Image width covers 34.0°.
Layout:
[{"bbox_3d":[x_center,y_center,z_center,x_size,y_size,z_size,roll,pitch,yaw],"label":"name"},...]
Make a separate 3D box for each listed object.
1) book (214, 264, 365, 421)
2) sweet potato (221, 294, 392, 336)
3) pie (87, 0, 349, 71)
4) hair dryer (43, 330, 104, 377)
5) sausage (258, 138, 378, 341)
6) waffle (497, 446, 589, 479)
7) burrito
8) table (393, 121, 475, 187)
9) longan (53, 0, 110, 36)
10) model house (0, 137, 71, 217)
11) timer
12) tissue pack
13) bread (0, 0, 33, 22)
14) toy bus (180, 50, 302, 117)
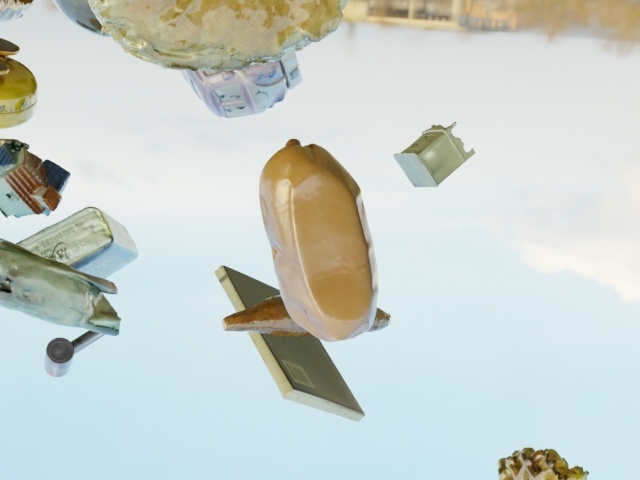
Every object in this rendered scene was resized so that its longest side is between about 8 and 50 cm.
[{"bbox_3d":[-0.049,0.160,1.629,0.191,0.025,0.269,28,-159,-49],"label":"book"},{"bbox_3d":[-0.004,0.105,1.527,0.314,0.072,0.066,0,170,-42],"label":"sweet potato"},{"bbox_3d":[-0.090,-0.326,1.057,0.339,0.339,0.083,-2,-159,-25],"label":"pie"},{"bbox_3d":[-0.315,0.135,1.392,0.114,0.037,0.063,-33,169,-27],"label":"hair dryer"},{"bbox_3d":[-0.001,0.000,1.207,0.120,0.241,0.136,-15,-168,-12],"label":"sausage"},{"bbox_3d":[0.347,0.453,1.684,0.059,0.237,0.243,4,166,-24],"label":"waffle"},{"bbox_3d":[-0.345,0.033,1.106,0.309,0.066,0.096,26,151,-29],"label":"burrito"},{"bbox_3d":[0.167,-0.127,1.537,0.083,0.062,0.079,-40,-165,-14],"label":"table"},{"bbox_3d":[-0.314,-0.393,1.486,0.159,0.204,0.185,-15,-128,-1],"label":"longan"},{"bbox_3d":[-0.490,-0.105,1.789,0.149,0.148,0.119,7,-126,36],"label":"model house"},{"bbox_3d":[-0.362,-0.152,1.131,0.107,0.109,0.107,11,-148,-7],"label":"timer"},{"bbox_3d":[-0.405,0.031,1.699,0.185,0.081,0.257,-29,175,-4],"label":"tissue pack"},{"bbox_3d":[-0.427,-0.333,1.274,0.107,0.136,0.241,7,-163,5],"label":"bread"},{"bbox_3d":[-0.127,-0.263,1.381,0.142,0.202,0.142,-36,166,-6],"label":"toy bus"}]
